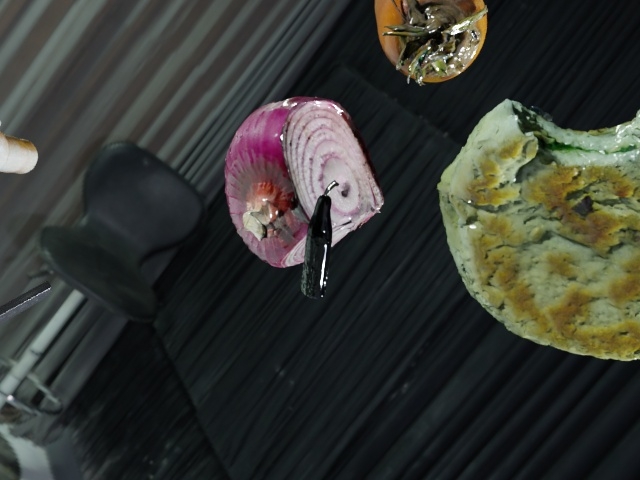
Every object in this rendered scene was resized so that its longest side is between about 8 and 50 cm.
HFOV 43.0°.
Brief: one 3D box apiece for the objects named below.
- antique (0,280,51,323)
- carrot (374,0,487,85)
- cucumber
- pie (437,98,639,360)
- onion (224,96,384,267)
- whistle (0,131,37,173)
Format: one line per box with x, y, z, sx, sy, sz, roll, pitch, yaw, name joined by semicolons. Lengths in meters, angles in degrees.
-0.480;0.117;1.183;0.015;0.192;0.031;50;-29;15;antique
0.199;-0.397;1.458;0.193;0.214;0.331;-1;37;1;carrot
0.000;0.000;1.096;0.043;0.163;0.039;-8;28;-26;cucumber
0.246;-0.008;0.721;0.302;0.302;0.067;37;42;-11;pie
-0.050;-0.090;1.298;0.272;0.257;0.230;8;-16;-39;onion
-0.340;-0.088;0.778;0.057;0.107;0.220;27;4;8;whistle
